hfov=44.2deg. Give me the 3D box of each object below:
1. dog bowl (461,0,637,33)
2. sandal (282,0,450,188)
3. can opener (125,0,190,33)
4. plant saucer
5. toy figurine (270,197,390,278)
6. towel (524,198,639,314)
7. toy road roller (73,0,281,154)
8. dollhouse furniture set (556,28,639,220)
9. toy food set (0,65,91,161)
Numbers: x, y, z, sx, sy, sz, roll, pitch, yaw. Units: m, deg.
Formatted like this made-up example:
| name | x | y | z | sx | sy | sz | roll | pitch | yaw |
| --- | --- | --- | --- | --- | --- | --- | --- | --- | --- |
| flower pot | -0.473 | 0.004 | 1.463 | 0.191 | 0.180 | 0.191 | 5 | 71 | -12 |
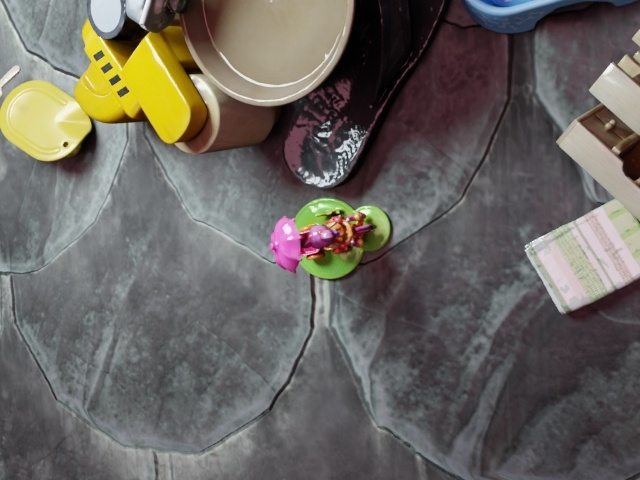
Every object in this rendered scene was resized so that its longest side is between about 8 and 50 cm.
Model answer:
| name | x | y | z | sx | sy | sz | roll | pitch | yaw |
| --- | --- | --- | --- | --- | --- | --- | --- | --- | --- |
| dog bowl | 0.315 | -0.378 | 1.034 | 0.297 | 0.074 | 0.166 | -9 | 92 | 26 |
| sandal | 0.064 | -0.280 | 1.141 | 0.167 | 0.107 | 0.446 | 26 | 106 | 20 |
| can opener | -0.192 | -0.409 | 1.027 | 0.095 | 0.076 | 0.283 | 31 | 116 | 14 |
| plant saucer | -0.071 | -0.320 | 1.053 | 0.277 | 0.041 | 0.278 | 9 | 109 | 28 |
| toy figurine | 0.000 | 0.000 | 1.172 | 0.173 | 0.159 | 0.130 | -12 | 90 | 25 |
| towel | 0.373 | 0.021 | 1.081 | 0.152 | 0.023 | 0.113 | -31 | 85 | 22 |
| toy road roller | -0.247 | -0.243 | 1.247 | 0.240 | 0.202 | 0.330 | -44 | 74 | 36 |
| dollhouse furniture set | 0.429 | -0.158 | 0.936 | 0.161 | 0.212 | 0.242 | 47 | 138 | 15 |
| toy food set | -0.507 | -0.218 | 1.440 | 0.218 | 0.071 | 0.128 | 34 | 84 | 16 |
